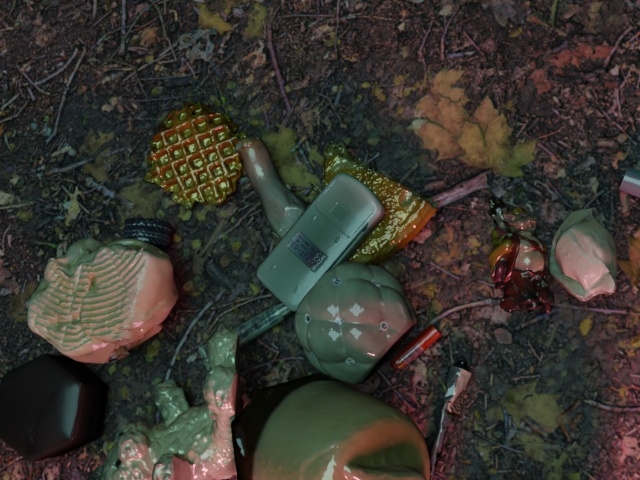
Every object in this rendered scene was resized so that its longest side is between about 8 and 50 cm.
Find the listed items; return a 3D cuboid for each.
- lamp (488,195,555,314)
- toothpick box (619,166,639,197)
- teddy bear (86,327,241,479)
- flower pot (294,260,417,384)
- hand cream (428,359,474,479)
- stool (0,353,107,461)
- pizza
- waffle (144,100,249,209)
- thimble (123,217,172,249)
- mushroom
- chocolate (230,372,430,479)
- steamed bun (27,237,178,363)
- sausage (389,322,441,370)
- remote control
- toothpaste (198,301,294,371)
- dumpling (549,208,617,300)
[{"bbox_3d":[0.397,0.019,1.675,0.118,0.118,0.253,-7,72,13],"label":"lamp"},{"bbox_3d":[0.643,-0.108,1.663,0.083,0.052,0.052,23,87,18],"label":"toothpick box"},{"bbox_3d":[-0.338,0.389,1.711,0.362,0.327,0.376,-2,120,-2],"label":"teddy bear"},{"bbox_3d":[0.067,0.160,1.672,0.195,0.246,0.246,41,92,13],"label":"flower pot"},{"bbox_3d":[0.247,0.359,1.682,0.052,0.075,0.248,19,83,21],"label":"hand cream"},{"bbox_3d":[-0.595,0.369,1.859,0.232,0.141,0.232,-3,80,15],"label":"stool"},{"bbox_3d":[0.093,-0.093,1.793,0.279,0.075,0.288,-27,72,9],"label":"pizza"},{"bbox_3d":[-0.283,-0.192,1.919,0.237,0.059,0.243,22,89,14],"label":"waffle"},{"bbox_3d":[-0.391,-0.015,1.892,0.104,0.095,0.066,-2,78,29],"label":"thimble"},{"bbox_3d":[-0.104,-0.109,1.832,0.099,0.096,0.278,-30,74,-1],"label":"mushroom"},{"bbox_3d":[0.037,0.426,1.543,0.326,0.297,0.314,-8,96,-27],"label":"chocolate"},{"bbox_3d":[-0.454,0.130,1.827,0.319,0.206,0.275,-5,78,18],"label":"steamed bun"},{"bbox_3d":[0.192,0.226,1.735,0.129,0.034,0.034,-43,74,5],"label":"sausage"},{"bbox_3d":[0.000,0.000,1.734,0.140,0.056,0.296,42,97,20],"label":"remote control"},{"bbox_3d":[-0.162,0.202,1.828,0.239,0.039,0.062,-33,71,9],"label":"toothpaste"},{"bbox_3d":[0.513,0.033,1.647,0.136,0.118,0.199,-29,47,23],"label":"dumpling"}]
